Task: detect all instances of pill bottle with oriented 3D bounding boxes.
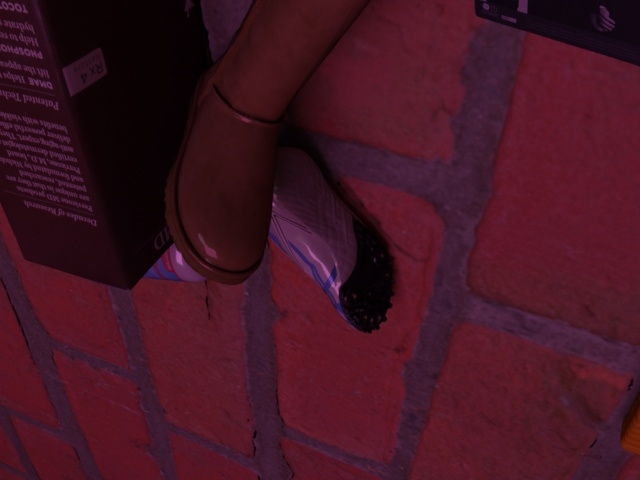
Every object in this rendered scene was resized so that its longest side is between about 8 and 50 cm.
[{"bbox_3d":[-0.172,0.005,0.771,0.160,0.087,0.087,2,129,28],"label":"pill bottle"}]

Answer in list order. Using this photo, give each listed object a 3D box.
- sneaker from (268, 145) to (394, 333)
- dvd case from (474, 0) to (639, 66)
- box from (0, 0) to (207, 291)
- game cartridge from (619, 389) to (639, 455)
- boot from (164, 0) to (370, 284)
[{"bbox_3d":[0.000,0.000,0.681,0.086,0.085,0.237,6,136,56],"label":"sneaker"},{"bbox_3d":[0.160,-0.200,0.346,0.179,0.029,0.238,32,160,30],"label":"dvd case"},{"bbox_3d":[-0.207,-0.161,0.568,0.143,0.191,0.381,16,135,18],"label":"box"},{"bbox_3d":[0.449,0.141,0.558,0.285,0.052,0.323,16,133,18],"label":"game cartridge"},{"bbox_3d":[-0.030,-0.124,0.485,0.089,0.236,0.269,10,148,-29],"label":"boot"}]
